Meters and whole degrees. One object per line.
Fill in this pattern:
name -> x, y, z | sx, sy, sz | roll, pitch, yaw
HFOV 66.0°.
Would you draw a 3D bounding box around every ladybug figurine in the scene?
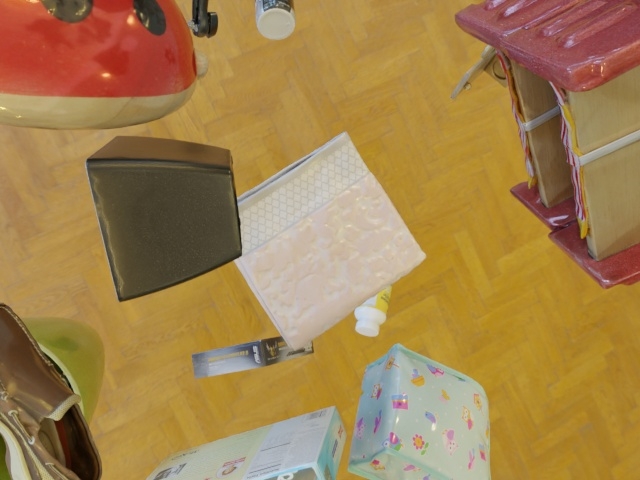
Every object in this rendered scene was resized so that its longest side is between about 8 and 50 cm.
ladybug figurine -> -0.355, -0.277, 0.598 | 0.448, 0.162, 0.305 | 0, 52, -30

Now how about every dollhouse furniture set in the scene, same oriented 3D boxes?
dollhouse furniture set -> 0.318, -0.144, 0.346 | 0.373, 0.152, 0.201 | -26, 128, 8
dollhouse furniture set -> 0.328, -0.261, 0.788 | 0.151, 0.144, 0.123 | 42, 59, 8

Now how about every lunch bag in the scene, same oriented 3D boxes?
lunch bag -> 0.202, 0.352, 0.904 | 0.262, 0.160, 0.224 | 29, 45, -13

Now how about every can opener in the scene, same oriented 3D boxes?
can opener -> -0.302, -0.599, 1.247 | 0.059, 0.186, 0.073 | 35, 56, 16

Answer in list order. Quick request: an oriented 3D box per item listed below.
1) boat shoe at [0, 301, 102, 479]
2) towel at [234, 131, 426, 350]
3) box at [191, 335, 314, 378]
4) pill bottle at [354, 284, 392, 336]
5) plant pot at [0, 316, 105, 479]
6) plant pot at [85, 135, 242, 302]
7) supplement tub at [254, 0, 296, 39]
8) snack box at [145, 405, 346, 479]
boat shoe -> -0.319, 0.182, 0.565 | 0.095, 0.095, 0.258 | -10, 109, 13
towel -> 0.000, 0.000, 0.969 | 0.331, 0.053, 0.317 | -33, 99, -6
box -> -0.145, 0.257, 1.118 | 0.182, 0.231, 0.056 | -16, 78, 24
pill bottle -> 0.167, 0.209, 1.585 | 0.103, 0.103, 0.184 | 23, 59, -11
plant pot -> -0.500, 0.246, 0.871 | 0.274, 0.293, 0.275 | 0, 96, -4
plant pot -> -0.199, -0.046, 0.691 | 0.166, 0.188, 0.188 | -7, 112, -9
supplement tub -> -0.135, -0.695, 1.443 | 0.116, 0.117, 0.191 | 0, 62, -12
snack box -> -0.128, 0.354, 0.743 | 0.321, 0.187, 0.060 | -20, 90, 10
